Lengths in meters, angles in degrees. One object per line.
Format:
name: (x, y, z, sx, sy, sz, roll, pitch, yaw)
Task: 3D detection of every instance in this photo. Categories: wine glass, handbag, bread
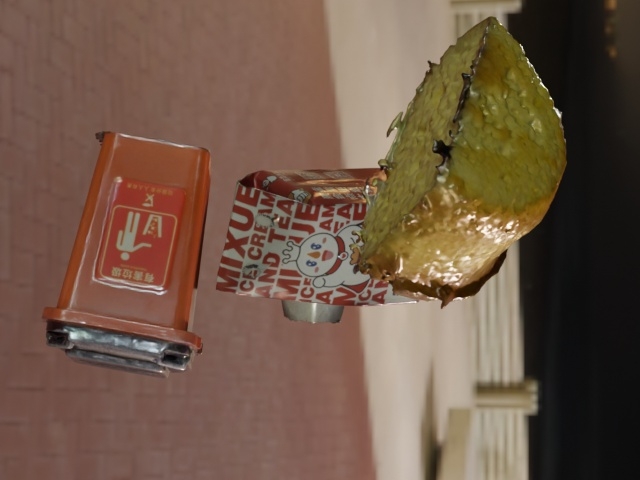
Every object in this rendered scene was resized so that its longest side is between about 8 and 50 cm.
wine glass: (-0.010, 0.016, 2.540, 0.126, 0.126, 0.241, -34, 129, -76)
handbag: (0.000, 0.000, 2.031, 0.151, 0.298, 0.171, 36, -57, 50)
bread: (0.133, -0.056, 1.297, 0.160, 0.147, 0.260, -46, -165, 39)

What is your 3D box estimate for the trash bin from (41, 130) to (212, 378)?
trash bin: (-0.188, 0.018, 1.554, 0.184, 0.161, 0.238, 108, -8, -79)
